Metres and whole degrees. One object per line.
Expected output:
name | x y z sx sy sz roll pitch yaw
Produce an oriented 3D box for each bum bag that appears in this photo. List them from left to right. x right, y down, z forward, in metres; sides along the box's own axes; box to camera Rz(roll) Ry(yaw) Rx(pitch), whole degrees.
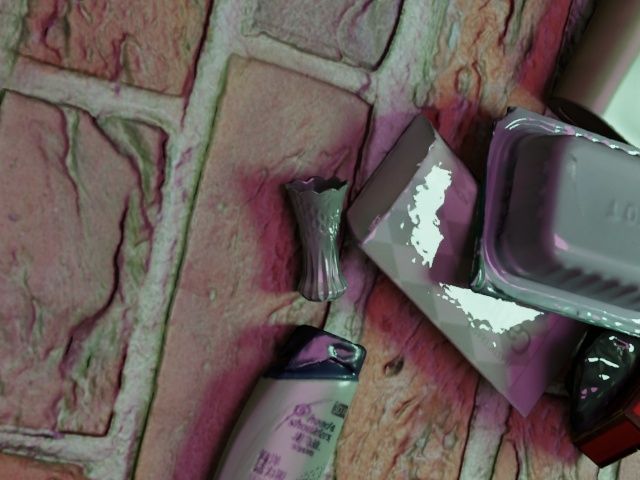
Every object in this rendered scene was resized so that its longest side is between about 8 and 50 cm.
bum bag | 0.433 0.122 1.802 0.340 0.095 0.144 -48 147 -35

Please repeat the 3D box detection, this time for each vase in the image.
vase | 0.000 0.000 1.591 0.081 0.081 0.148 -12 107 -30

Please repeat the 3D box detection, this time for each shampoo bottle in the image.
shampoo bottle | -0.060 0.280 1.597 0.134 0.078 0.359 24 85 -27

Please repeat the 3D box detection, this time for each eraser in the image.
eraser | 0.208 0.041 1.721 0.397 0.082 0.213 45 74 -30

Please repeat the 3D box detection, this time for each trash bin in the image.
trash bin | 0.463 -0.245 1.818 0.243 0.121 0.247 35 81 -31

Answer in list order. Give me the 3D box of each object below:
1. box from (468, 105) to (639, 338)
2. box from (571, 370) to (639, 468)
box | 0.372 -0.026 1.673 0.337 0.106 0.264 15 77 -21
box | 0.460 0.235 1.827 0.153 0.240 0.074 -42 80 -17
